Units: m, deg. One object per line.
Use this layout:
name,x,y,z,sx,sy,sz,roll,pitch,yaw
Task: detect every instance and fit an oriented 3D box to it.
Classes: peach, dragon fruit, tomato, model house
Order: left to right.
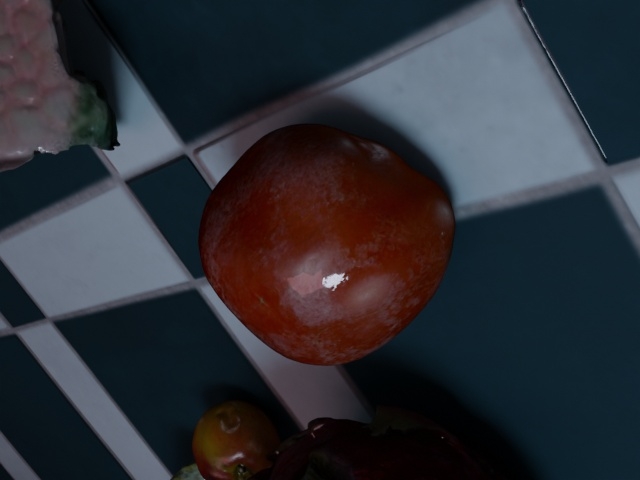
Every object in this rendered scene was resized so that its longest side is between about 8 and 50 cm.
model house,-0.284,-0.177,0.786,0.237,0.202,0.238,-137,37,-78
peach,-0.091,0.221,1.052,0.100,0.101,0.101,26,140,24
tomato,0.000,0.000,0.695,0.187,0.151,0.187,26,136,28
dragon fruit,0.056,0.305,0.819,0.329,0.329,0.329,26,140,24

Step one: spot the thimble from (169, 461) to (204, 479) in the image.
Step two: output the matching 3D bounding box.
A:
thimble,-0.101,0.354,1.156,0.190,0.137,0.144,18,137,10
